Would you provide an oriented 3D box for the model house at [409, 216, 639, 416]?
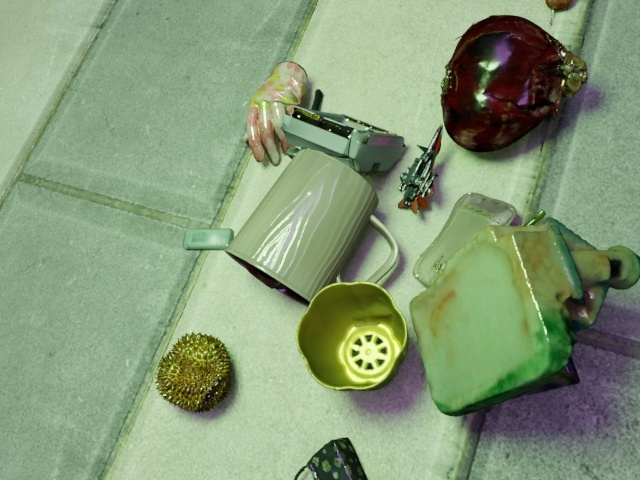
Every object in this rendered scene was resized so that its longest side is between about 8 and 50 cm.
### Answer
[{"bbox_3d":[0.349,0.126,0.886,0.280,0.312,0.245,1,60,-23],"label":"model house"}]

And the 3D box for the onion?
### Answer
[{"bbox_3d":[0.354,-0.307,1.094,0.280,0.221,0.281,-3,77,13],"label":"onion"}]

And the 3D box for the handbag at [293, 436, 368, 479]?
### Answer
[{"bbox_3d":[0.007,0.435,0.986,0.139,0.072,0.115,-31,67,7],"label":"handbag"}]

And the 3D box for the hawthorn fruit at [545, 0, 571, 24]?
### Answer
[{"bbox_3d":[0.530,-0.537,1.232,0.066,0.066,0.103,27,105,25],"label":"hawthorn fruit"}]

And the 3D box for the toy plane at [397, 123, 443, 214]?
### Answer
[{"bbox_3d":[0.210,-0.150,1.129,0.061,0.130,0.189,10,100,-20],"label":"toy plane"}]

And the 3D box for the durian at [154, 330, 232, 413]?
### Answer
[{"bbox_3d":[-0.250,0.263,1.103,0.168,0.137,0.158,16,95,31],"label":"durian"}]

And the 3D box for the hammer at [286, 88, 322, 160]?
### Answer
[{"bbox_3d":[-0.025,-0.256,1.278,0.029,0.103,0.246,2,56,18],"label":"hammer"}]

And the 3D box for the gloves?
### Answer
[{"bbox_3d":[-0.112,-0.300,1.295,0.145,0.126,0.241,13,65,16],"label":"gloves"}]

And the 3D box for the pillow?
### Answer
[{"bbox_3d":[0.282,0.004,1.090,0.130,0.038,0.233,31,80,40],"label":"pillow"}]

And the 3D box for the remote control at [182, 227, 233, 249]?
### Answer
[{"bbox_3d":[-0.262,-0.004,1.274,0.124,0.018,0.053,-1,67,16],"label":"remote control"}]

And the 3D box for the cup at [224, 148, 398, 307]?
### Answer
[{"bbox_3d":[-0.008,-0.009,1.089,0.288,0.208,0.273,24,76,34],"label":"cup"}]

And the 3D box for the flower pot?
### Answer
[{"bbox_3d":[0.071,0.190,1.003,0.195,0.179,0.195,-6,66,13],"label":"flower pot"}]

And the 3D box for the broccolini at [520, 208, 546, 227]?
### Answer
[{"bbox_3d":[0.361,0.012,1.059,0.194,0.054,0.052,-54,35,-3],"label":"broccolini"}]

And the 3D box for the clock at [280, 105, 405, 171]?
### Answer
[{"bbox_3d":[0.053,-0.213,1.155,0.186,0.253,0.083,27,110,25],"label":"clock"}]
